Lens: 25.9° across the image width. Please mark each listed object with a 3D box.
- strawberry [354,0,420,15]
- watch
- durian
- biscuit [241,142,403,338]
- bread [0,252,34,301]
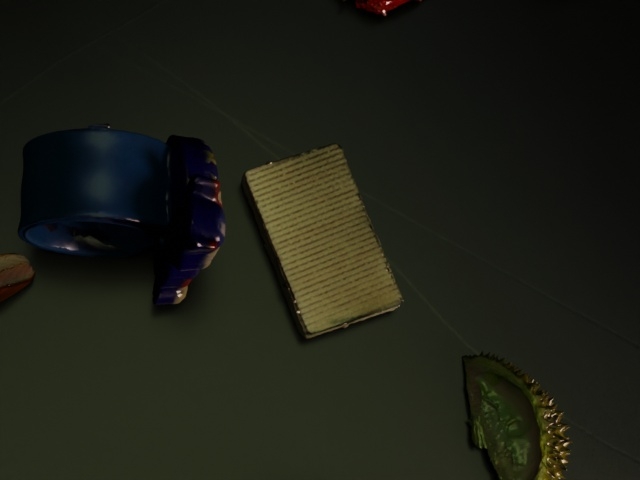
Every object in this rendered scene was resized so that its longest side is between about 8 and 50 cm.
[{"bbox_3d":[0.090,-0.340,1.624,0.187,0.082,0.147,-12,84,-16],"label":"strawberry"},{"bbox_3d":[-0.210,-0.040,1.442,0.200,0.196,0.171,6,65,-14],"label":"watch"},{"bbox_3d":[0.220,0.216,1.509,0.100,0.086,0.215,-22,74,21],"label":"durian"},{"bbox_3d":[0.000,0.000,1.537,0.121,0.040,0.199,-18,80,-15],"label":"biscuit"},{"bbox_3d":[-0.352,0.046,1.465,0.109,0.062,0.043,-33,82,-18],"label":"bread"}]
